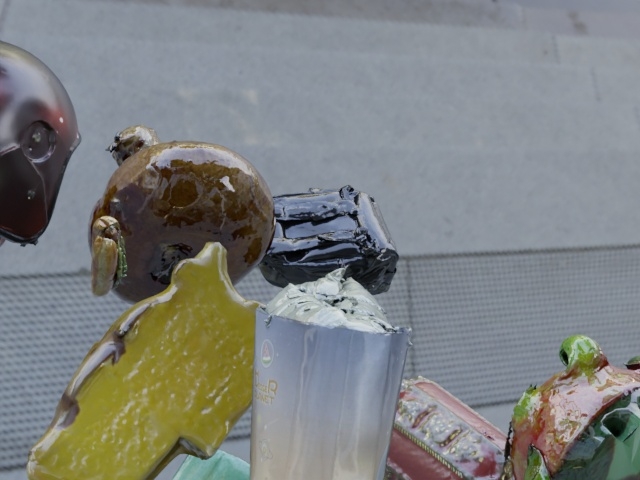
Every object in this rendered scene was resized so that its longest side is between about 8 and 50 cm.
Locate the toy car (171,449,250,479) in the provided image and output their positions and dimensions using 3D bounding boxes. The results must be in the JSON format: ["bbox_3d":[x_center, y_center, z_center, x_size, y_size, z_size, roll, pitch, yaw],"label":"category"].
[{"bbox_3d":[-0.163,0.390,1.396,0.141,0.097,0.321,26,70,13],"label":"toy car"}]

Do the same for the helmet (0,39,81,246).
[{"bbox_3d":[-0.340,-0.100,1.187,0.189,0.193,0.216,14,31,38],"label":"helmet"}]

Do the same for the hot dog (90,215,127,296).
[{"bbox_3d":[-0.233,0.019,1.352,0.041,0.133,0.056,1,58,-12],"label":"hot dog"}]

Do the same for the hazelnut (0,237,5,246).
[{"bbox_3d":[-0.549,-0.059,1.667,0.261,0.261,0.241,20,73,-15],"label":"hazelnut"}]

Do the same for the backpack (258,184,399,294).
[{"bbox_3d":[0.000,0.000,1.959,0.258,0.133,0.206,-2,50,-20],"label":"backpack"}]

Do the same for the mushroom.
[{"bbox_3d":[-0.185,-0.043,1.687,0.267,0.267,0.255,20,64,-15],"label":"mushroom"}]

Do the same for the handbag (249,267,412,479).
[{"bbox_3d":[-0.002,0.103,0.734,0.095,0.117,0.173,10,91,-11],"label":"handbag"}]

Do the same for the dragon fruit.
[{"bbox_3d":[0.346,0.260,1.534,0.268,0.295,0.130,-26,34,-23],"label":"dragon fruit"}]

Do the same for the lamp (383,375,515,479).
[{"bbox_3d":[0.180,0.320,1.806,0.177,0.177,0.274,-20,44,-41],"label":"lamp"}]

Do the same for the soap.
[{"bbox_3d":[-0.150,0.148,1.155,0.143,0.281,0.259,41,79,0],"label":"soap"}]
